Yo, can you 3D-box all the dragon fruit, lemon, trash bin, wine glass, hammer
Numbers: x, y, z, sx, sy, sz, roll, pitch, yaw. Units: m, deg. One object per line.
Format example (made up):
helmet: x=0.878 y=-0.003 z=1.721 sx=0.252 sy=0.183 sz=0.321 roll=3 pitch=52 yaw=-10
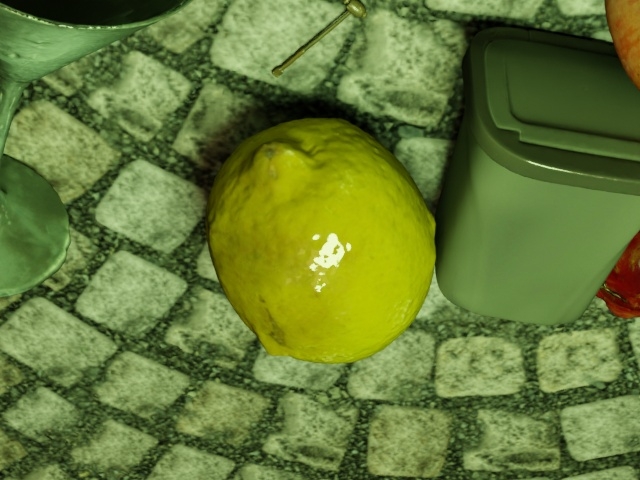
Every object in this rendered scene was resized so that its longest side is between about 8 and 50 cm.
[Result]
dragon fruit: x=0.347 y=0.009 z=1.549 sx=0.125 sy=0.125 sz=0.246 roll=-1 pitch=168 yaw=6
lemon: x=0.000 y=0.000 z=1.510 sx=0.233 sy=0.233 sz=0.288 roll=-17 pitch=134 yaw=15
trash bin: x=0.222 y=-0.058 z=1.469 sx=0.219 sy=0.219 sz=0.250 roll=10 pitch=138 yaw=-5
wine glass: x=-0.283 y=-0.142 z=1.372 sx=0.267 sy=0.267 sz=0.406 roll=15 pitch=134 yaw=-13
hammer: x=-0.004 y=-0.198 z=1.471 sx=0.029 sy=0.014 sz=0.123 roll=41 pitch=122 yaw=-21

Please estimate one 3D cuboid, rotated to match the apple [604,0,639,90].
apple: x=0.356 y=-0.213 z=1.332 sx=0.209 sy=0.209 sz=0.164 roll=0 pitch=172 yaw=0
